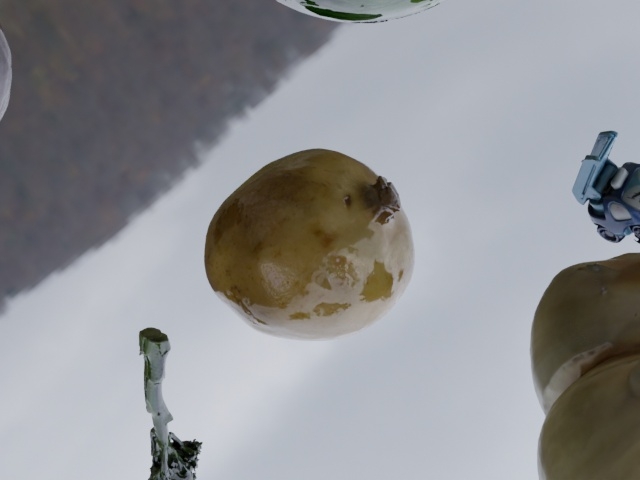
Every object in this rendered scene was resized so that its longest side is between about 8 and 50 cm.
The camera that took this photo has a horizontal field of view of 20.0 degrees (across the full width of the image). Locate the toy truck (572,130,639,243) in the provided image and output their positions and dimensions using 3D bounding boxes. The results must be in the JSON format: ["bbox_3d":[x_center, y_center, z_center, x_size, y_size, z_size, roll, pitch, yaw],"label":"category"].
[{"bbox_3d":[0.222,-0.043,1.362,0.073,0.090,0.056,3,-125,52],"label":"toy truck"}]

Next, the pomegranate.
[{"bbox_3d":[0.000,0.000,1.604,0.196,0.196,0.196,-37,-168,9],"label":"pomegranate"}]

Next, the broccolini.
[{"bbox_3d":[-0.142,0.171,1.699,0.254,0.057,0.071,96,2,-52],"label":"broccolini"}]

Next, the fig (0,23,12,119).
[{"bbox_3d":[-0.409,-0.158,1.694,0.235,0.235,0.214,-175,-89,-73],"label":"fig"}]

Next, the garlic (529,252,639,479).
[{"bbox_3d":[0.284,0.144,1.558,0.249,0.286,0.313,-13,159,-16],"label":"garlic"}]

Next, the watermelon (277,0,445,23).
[{"bbox_3d":[0.029,-0.259,1.148,0.242,0.242,0.242,-37,-168,9],"label":"watermelon"}]
